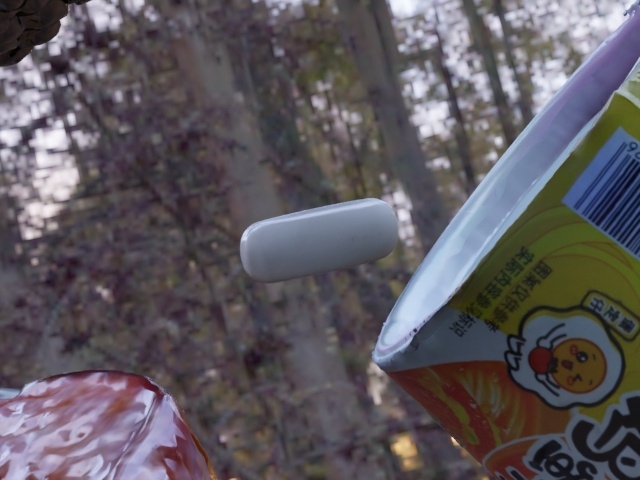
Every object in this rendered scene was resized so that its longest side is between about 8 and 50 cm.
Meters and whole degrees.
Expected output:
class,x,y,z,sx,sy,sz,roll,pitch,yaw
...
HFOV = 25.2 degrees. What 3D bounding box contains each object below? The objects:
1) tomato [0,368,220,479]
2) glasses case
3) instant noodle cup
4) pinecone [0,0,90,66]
class,x,y,z,sx,sy,sz,roll,pitch,yaw
tomato,-0.148,0.185,0.467,0.309,0.170,0.309,-28,20,12
glasses case,0.000,0.000,0.718,0.083,0.032,0.021,-13,14,-20
instant noodle cup,0.158,0.033,0.609,0.264,0.200,0.264,-53,1,2
pinecone,-0.250,-0.206,0.807,0.243,0.257,0.243,-41,-9,-8
